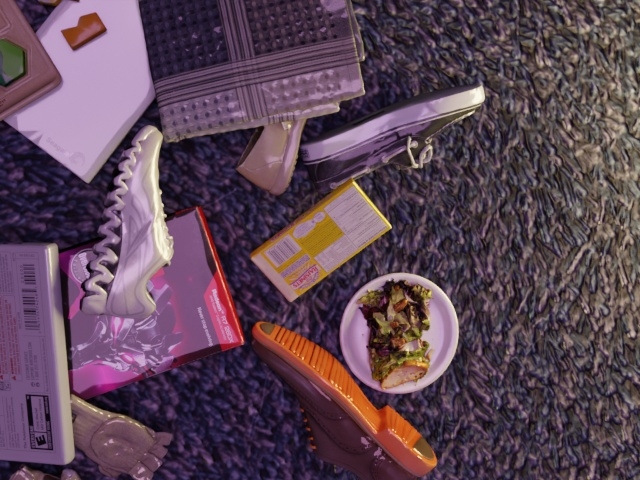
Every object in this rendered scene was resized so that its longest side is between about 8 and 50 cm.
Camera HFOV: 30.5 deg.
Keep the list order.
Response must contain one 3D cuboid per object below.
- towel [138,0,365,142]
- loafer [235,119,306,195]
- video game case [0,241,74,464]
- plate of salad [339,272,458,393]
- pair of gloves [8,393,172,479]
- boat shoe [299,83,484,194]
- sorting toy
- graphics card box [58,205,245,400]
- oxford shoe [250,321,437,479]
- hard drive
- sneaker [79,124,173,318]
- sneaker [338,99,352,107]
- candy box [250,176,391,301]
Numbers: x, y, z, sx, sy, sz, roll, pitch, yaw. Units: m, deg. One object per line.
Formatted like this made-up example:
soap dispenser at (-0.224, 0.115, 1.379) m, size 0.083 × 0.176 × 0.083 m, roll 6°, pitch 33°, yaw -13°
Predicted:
towel at (-0.107, -0.326, 1.775) m, size 0.324 × 0.056 × 0.312 m, roll -11°, pitch 85°, yaw 6°
loafer at (-0.066, -0.207, 1.835) m, size 0.092 × 0.102 × 0.268 m, roll 13°, pitch 92°, yaw -15°
video game case at (-0.514, 0.164, 1.738) m, size 0.300 × 0.036 × 0.328 m, roll 1°, pitch 101°, yaw 18°
plate of salad at (0.131, 0.153, 1.912) m, size 0.200 × 0.048 × 0.199 m, roll 0°, pitch 93°, yaw -8°
pair of gloves at (-0.364, 0.361, 1.818) m, size 0.204 × 0.042 × 0.240 m, roll 27°, pitch 103°, yaw -24°
boat shoe at (0.124, -0.158, 1.863) m, size 0.306 × 0.113 × 0.105 m, roll -22°, pitch 103°, yaw -6°
sorting toy at (-0.494, -0.304, 1.763) m, size 0.307 × 0.041 × 0.229 m, roll -32°, pitch 86°, yaw -2°
graphics card box at (-0.325, 0.110, 1.816) m, size 0.371 × 0.094 × 0.232 m, roll -18°, pitch 95°, yaw -7°
oxford shoe at (0.010, 0.277, 1.864) m, size 0.364 × 0.130 × 0.132 m, roll 42°, pitch 104°, yaw 0°
hard drive at (-0.348, -0.271, 1.819) m, size 0.203 × 0.040 × 0.307 m, roll 38°, pitch 86°, yaw -9°
sneaker at (-0.269, -0.024, 1.732) m, size 0.118 × 0.110 × 0.292 m, roll 14°, pitch 89°, yaw -11°
sneaker at (0.042, -0.253, 1.889) m, size 0.035 × 0.031 × 0.083 m, roll 14°, pitch 95°, yaw -23°
candy box at (0.000, 0.000, 1.857) m, size 0.206 × 0.027 × 0.105 m, roll -36°, pitch 116°, yaw 9°
